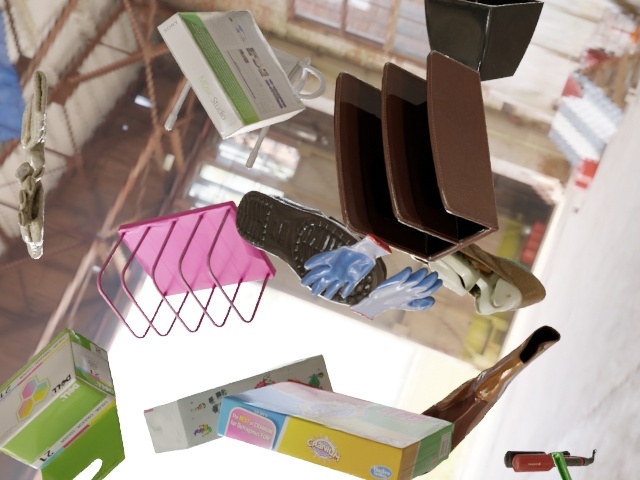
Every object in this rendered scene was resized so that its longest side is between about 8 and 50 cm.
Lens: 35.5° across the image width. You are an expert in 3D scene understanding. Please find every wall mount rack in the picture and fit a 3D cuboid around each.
[{"bbox_3d":[-0.178,-0.338,2.238,0.304,0.350,0.130,-60,-8,-39],"label":"wall mount rack"}]

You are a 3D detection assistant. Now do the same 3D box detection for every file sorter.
[{"bbox_3d":[-0.280,0.075,2.059,0.202,0.290,0.182,60,-148,-33],"label":"file sorter"}]

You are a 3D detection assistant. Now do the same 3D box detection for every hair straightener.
[{"bbox_3d":[0.510,0.480,2.227,0.089,0.230,0.047,-175,82,-71],"label":"hair straightener"}]

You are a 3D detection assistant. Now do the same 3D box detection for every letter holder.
[{"bbox_3d":[0.146,-0.150,1.603,0.152,0.214,0.302,-30,52,43],"label":"letter holder"}]

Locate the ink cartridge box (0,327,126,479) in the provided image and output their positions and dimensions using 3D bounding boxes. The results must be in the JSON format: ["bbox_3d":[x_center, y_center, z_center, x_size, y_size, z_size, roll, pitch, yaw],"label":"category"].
[{"bbox_3d":[-0.419,0.294,1.592,0.189,0.097,0.255,-42,37,10],"label":"ink cartridge box"}]

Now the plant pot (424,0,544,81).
[{"bbox_3d":[0.338,-0.436,2.126,0.188,0.187,0.167,-17,-59,-41],"label":"plant pot"}]

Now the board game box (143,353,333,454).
[{"bbox_3d":[-0.157,0.311,1.898,0.224,0.303,0.098,-26,79,61],"label":"board game box"}]

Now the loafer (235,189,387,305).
[{"bbox_3d":[0.000,0.000,1.859,0.130,0.366,0.134,0,-63,-48],"label":"loafer"}]

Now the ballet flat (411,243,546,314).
[{"bbox_3d":[0.300,0.069,1.958,0.116,0.342,0.124,-39,25,39],"label":"ballet flat"}]

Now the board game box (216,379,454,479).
[{"bbox_3d":[0.028,0.307,1.625,0.242,0.316,0.064,1,-81,-64],"label":"board game box"}]

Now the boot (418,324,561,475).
[{"bbox_3d":[0.278,0.281,1.739,0.264,0.096,0.280,-23,-18,-43],"label":"boot"}]

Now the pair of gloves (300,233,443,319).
[{"bbox_3d":[0.077,0.062,1.453,0.159,0.198,0.023,-32,39,38],"label":"pair of gloves"}]

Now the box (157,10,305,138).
[{"bbox_3d":[-0.158,-0.320,1.881,0.058,0.232,0.322,-30,1,22],"label":"box"}]

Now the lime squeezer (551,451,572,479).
[{"bbox_3d":[0.420,0.491,1.557,0.110,0.058,0.310,43,-140,-58],"label":"lime squeezer"}]

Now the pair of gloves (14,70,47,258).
[{"bbox_3d":[-0.426,-0.109,1.472,0.204,0.042,0.240,140,130,-70],"label":"pair of gloves"}]
